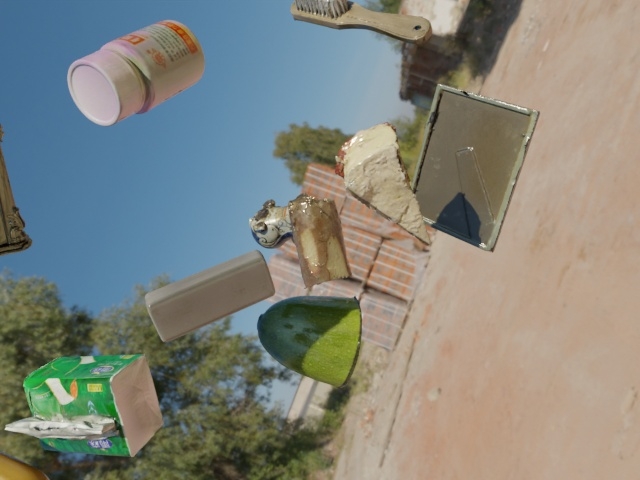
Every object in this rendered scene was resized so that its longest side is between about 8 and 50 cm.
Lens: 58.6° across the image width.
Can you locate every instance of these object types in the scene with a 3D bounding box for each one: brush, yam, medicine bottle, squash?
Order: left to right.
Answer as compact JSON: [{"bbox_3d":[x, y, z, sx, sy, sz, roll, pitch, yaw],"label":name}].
[{"bbox_3d":[-0.543,-0.506,1.716,0.388,0.219,0.219,-50,-17,-44],"label":"medicine bottle"},{"bbox_3d":[-0.051,0.306,1.865,0.310,0.309,0.310,-168,90,-78],"label":"squash"},{"bbox_3d":[-0.001,0.000,1.473,0.129,0.128,0.238,-21,-80,-67],"label":"yam"},{"bbox_3d":[0.066,-0.442,1.094,0.070,0.327,0.065,-54,-32,-14],"label":"brush"}]

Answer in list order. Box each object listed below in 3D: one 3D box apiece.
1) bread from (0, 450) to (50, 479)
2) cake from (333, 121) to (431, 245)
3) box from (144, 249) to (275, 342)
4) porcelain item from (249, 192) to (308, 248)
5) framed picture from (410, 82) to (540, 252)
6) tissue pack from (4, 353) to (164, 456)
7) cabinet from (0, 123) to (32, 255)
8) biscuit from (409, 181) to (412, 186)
[{"bbox_3d":[-0.547,0.366,0.908,0.074,0.239,0.092,-58,-8,-69],"label":"bread"},{"bbox_3d":[0.101,-0.073,0.952,0.086,0.117,0.220,-104,-8,-54],"label":"cake"},{"bbox_3d":[-0.214,0.108,1.127,0.055,0.244,0.103,48,156,55],"label":"box"},{"bbox_3d":[-0.089,-0.045,1.886,0.186,0.288,0.138,54,-145,-38],"label":"porcelain item"},{"bbox_3d":[0.277,-0.137,1.090,0.019,0.209,0.281,-21,-49,-49],"label":"framed picture"},{"bbox_3d":[-0.413,0.297,0.995,0.156,0.209,0.148,-41,-58,-64],"label":"tissue pack"},{"bbox_3d":[-0.733,-0.150,1.086,0.227,0.290,0.318,-20,-48,-34],"label":"cabinet"},{"bbox_3d":[0.165,-0.105,1.297,0.020,0.152,0.152,115,180,-45],"label":"biscuit"}]
